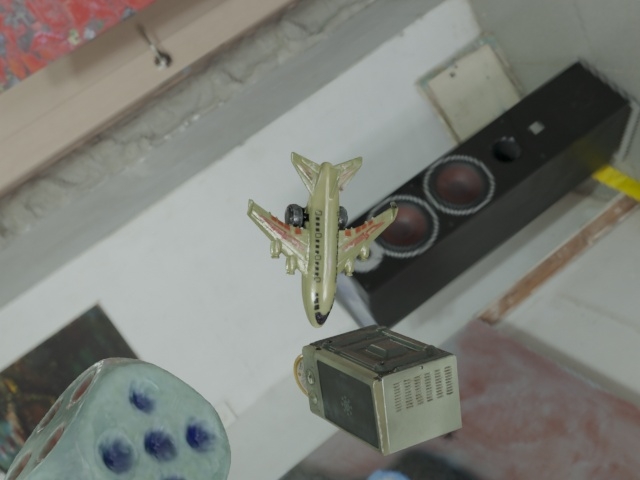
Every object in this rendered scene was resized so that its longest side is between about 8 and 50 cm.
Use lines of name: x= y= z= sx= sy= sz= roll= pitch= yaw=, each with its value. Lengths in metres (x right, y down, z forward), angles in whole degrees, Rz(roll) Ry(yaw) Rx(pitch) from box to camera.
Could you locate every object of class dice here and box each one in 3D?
dice: x=-0.321 y=0.368 z=1.379 sx=0.264 sy=0.262 sz=0.268 roll=39 pitch=127 yaw=-16

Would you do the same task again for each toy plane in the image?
toy plane: x=0.000 y=0.000 z=1.233 sx=0.092 sy=0.229 sz=0.244 roll=-153 pitch=68 yaw=-64

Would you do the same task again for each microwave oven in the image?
microwave oven: x=0.107 y=0.241 z=1.489 sx=0.240 sy=0.194 sz=0.145 roll=13 pitch=116 yaw=60

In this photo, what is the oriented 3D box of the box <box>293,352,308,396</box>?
box: x=-0.004 y=0.259 z=1.694 sx=0.105 sy=0.037 sz=0.105 roll=15 pitch=115 yaw=36
